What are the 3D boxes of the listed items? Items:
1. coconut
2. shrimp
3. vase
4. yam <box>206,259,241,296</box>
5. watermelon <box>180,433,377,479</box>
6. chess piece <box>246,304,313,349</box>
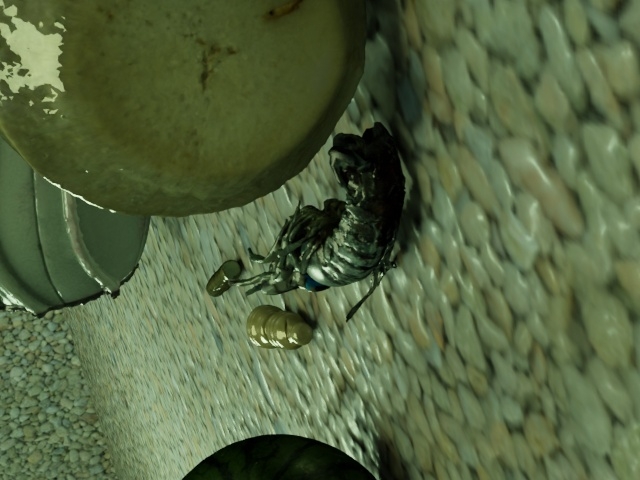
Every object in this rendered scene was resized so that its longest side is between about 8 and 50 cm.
[{"bbox_3d":[-0.091,-0.119,0.633,0.222,0.202,0.202,38,145,56],"label":"coconut"},{"bbox_3d":[0.002,0.004,0.691,0.174,0.082,0.076,128,126,-63],"label":"shrimp"},{"bbox_3d":[-0.306,-0.163,1.251,0.250,0.250,0.445,-135,32,-56],"label":"vase"},{"bbox_3d":[-0.089,0.035,1.128,0.116,0.021,0.021,137,111,-74],"label":"yam"},{"bbox_3d":[-0.033,0.226,0.864,0.188,0.188,0.215,58,173,35],"label":"watermelon"},{"bbox_3d":[-0.027,0.068,0.950,0.092,0.035,0.035,-2,108,69],"label":"chess piece"}]
